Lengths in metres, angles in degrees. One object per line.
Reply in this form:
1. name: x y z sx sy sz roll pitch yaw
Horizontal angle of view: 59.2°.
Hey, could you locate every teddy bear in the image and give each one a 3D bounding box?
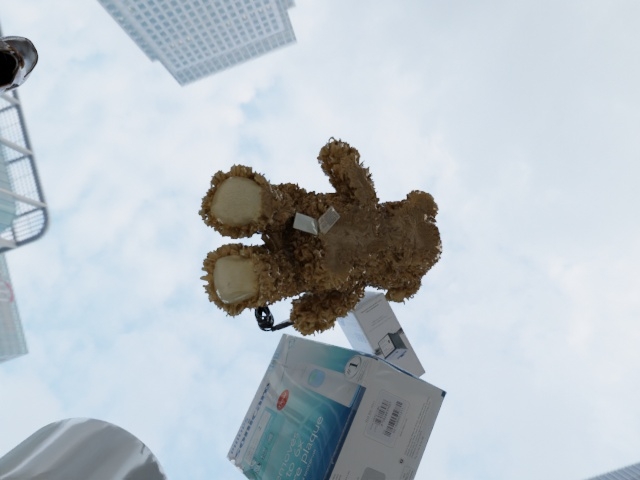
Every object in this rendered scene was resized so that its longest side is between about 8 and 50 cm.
1. teddy bear: 0.000 0.000 0.719 0.338 0.113 0.245 -20 -86 -34

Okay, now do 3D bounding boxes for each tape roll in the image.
1. tape roll: -0.329 0.369 0.701 0.246 0.169 0.246 1 -83 6

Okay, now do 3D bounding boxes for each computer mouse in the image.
1. computer mouse: -0.043 0.090 1.223 0.262 0.060 0.184 -21 -136 7

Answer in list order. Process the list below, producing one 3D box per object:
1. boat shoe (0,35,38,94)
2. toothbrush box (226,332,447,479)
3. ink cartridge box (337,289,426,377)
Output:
1. boat shoe: -0.458 -0.243 0.799 0.073 0.207 0.073 -15 -56 20
2. toothbrush box: 0.006 0.262 0.788 0.126 0.295 0.216 30 -105 -20
3. ink cartridge box: 0.114 0.203 1.159 0.082 0.140 0.190 -33 -81 -17
